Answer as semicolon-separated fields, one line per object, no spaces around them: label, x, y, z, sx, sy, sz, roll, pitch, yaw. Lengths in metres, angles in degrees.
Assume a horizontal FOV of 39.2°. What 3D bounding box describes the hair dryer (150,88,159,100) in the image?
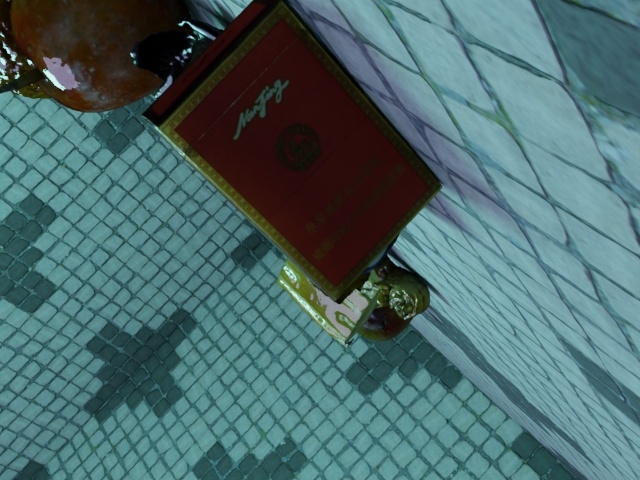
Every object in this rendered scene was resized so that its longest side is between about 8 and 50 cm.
hair dryer;-0.186;-0.234;1.799;0.357;0.108;0.173;36;177;25

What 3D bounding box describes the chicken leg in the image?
chicken leg;0.138;0.079;1.750;0.207;0.101;0.085;-125;23;-52

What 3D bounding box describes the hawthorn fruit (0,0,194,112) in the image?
hawthorn fruit;-0.289;-0.274;1.198;0.235;0.263;0.231;11;-177;31

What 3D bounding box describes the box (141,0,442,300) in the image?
box;-0.020;-0.079;0.807;0.240;0.153;0.074;45;-179;-28

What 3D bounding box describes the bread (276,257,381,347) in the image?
bread;0.036;0.087;2.056;0.246;0.111;0.239;44;139;15

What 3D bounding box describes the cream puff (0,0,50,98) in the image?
cream puff;-0.445;-0.361;1.379;0.212;0.303;0.303;7;165;17

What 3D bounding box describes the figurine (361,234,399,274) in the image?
figurine;0.008;-0.068;0.980;0.222;0.145;0.145;55;173;-23

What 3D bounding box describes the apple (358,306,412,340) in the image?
apple;0.127;0.143;2.213;0.188;0.174;0.207;42;163;-30

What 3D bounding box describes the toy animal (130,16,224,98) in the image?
toy animal;-0.112;-0.212;1.102;0.218;0.116;0.179;15;-161;16

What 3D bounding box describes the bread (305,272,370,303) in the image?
bread;0.005;0.010;1.754;0.232;0.135;0.247;62;177;-1
